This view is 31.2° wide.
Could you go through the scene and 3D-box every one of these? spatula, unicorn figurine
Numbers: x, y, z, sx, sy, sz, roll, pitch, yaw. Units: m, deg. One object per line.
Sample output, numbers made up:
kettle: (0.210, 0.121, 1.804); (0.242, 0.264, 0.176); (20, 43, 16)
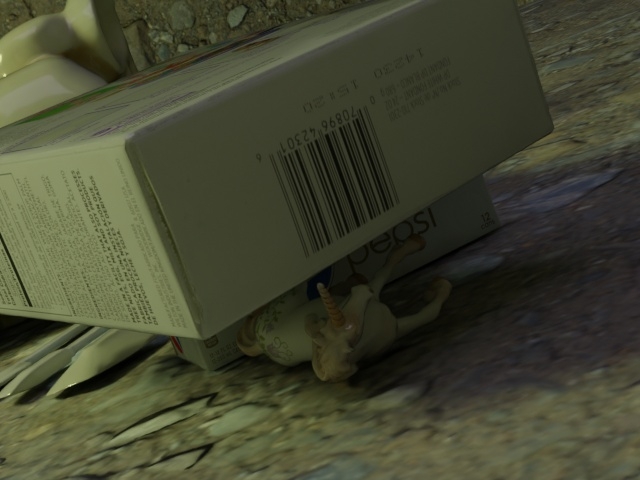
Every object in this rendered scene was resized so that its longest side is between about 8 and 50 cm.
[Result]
spatula: (-0.164, 0.071, 0.864); (0.168, 0.019, 0.242); (-22, 8, 30)
unicorn figurine: (0.011, 0.037, 0.582); (0.111, 0.060, 0.162); (-41, 5, -36)

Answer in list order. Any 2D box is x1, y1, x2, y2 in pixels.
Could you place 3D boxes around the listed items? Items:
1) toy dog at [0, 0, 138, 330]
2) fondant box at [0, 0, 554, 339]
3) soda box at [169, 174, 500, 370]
toy dog: (-0.331, -0.006, 1.026); (0.407, 0.285, 0.395); (-22, 28, 3)
fondant box: (-0.073, -0.048, 0.646); (0.238, 0.096, 0.330); (-30, 18, -33)
soda box: (0.000, 0.000, 0.718); (0.216, 0.074, 0.069); (-26, 12, -21)
